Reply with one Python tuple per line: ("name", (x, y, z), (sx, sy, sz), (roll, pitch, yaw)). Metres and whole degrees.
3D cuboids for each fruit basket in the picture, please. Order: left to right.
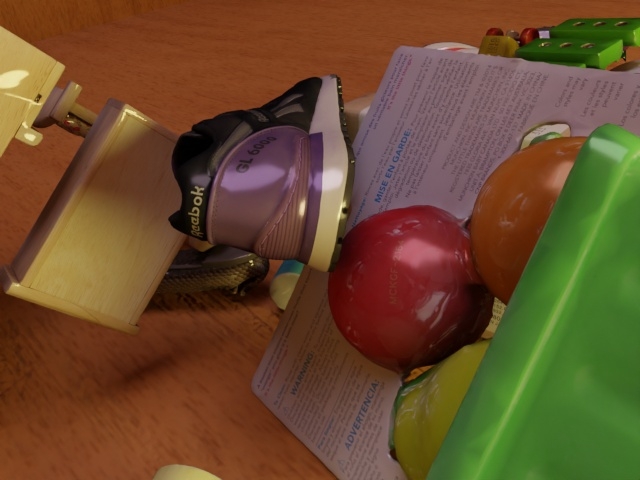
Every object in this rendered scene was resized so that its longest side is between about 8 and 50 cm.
("fruit basket", (0.110, 0.043, 0.408), (0.166, 0.326, 0.353), (19, 6, -36))

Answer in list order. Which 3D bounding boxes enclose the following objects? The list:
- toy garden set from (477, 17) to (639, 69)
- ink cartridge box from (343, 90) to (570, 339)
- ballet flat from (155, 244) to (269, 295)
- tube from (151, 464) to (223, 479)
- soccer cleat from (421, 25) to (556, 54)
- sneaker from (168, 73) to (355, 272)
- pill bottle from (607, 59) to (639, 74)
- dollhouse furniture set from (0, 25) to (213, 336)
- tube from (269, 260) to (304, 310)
("toy garden set", (0.224, -0.192, 0.718), (0.244, 0.049, 0.204), (-33, 32, -24))
("ink cartridge box", (0.128, -0.024, 0.562), (0.235, 0.193, 0.088), (18, 33, 37))
("ballet flat", (-0.174, 0.039, 0.681), (0.250, 0.058, 0.084), (-6, 30, 13))
("tube", (-0.112, 0.239, 0.329), (0.070, 0.062, 0.240), (-38, 19, 37))
("soccer cleat", (0.319, -0.286, 1.060), (0.319, 0.108, 0.116), (-5, 52, 2))
("sneaker", (-0.048, -0.078, 0.489), (0.124, 0.107, 0.283), (8, 23, -6))
("pill bottle", (0.350, -0.079, 0.629), (0.170, 0.169, 0.301), (1, 33, 15))
("dollhouse furniture set", (-0.266, -0.069, 0.627), (0.356, 0.303, 0.173), (27, 87, 51))
("tube", (0.000, 0.000, 0.694), (0.080, 0.052, 0.207), (-29, 19, 30))
